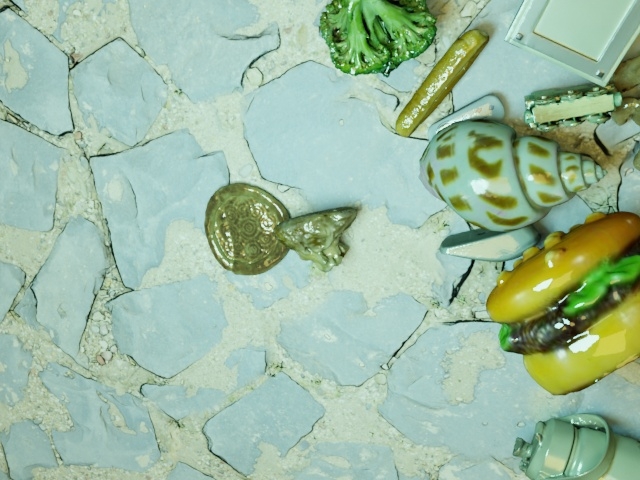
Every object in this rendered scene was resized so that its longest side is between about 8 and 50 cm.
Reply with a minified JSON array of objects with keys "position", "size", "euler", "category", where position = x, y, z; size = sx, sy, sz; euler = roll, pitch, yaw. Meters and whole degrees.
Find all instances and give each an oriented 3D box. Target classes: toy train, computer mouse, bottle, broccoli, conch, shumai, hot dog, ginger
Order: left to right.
[{"position":[0.000,0.000,1.733],"size":[0.209,0.161,0.153],"euler":[-15,102,2],"category":"shumai"},{"position":[0.104,-0.490,1.477],"size":[0.254,0.269,0.269],"euler":[-26,101,10],"category":"broccoli"},{"position":[0.260,-0.345,1.575],"size":[0.061,0.088,0.286],"euler":[41,112,5],"category":"hot dog"},{"position":[0.387,0.012,1.643],"size":[0.230,0.128,0.079],"euler":[-11,100,20],"category":"computer mouse"},{"position":[0.401,-0.143,1.538],"size":[0.368,0.197,0.249],"euler":[-12,104,7],"category":"conch"},{"position":[0.523,-0.284,1.499],"size":[0.194,0.125,0.081],"euler":[-8,114,15],"category":"toy train"},{"position":[0.648,0.536,1.714],"size":[0.351,0.229,0.229],"euler":[22,114,11],"category":"bottle"},{"position":[0.665,-0.266,1.484],"size":[0.149,0.065,0.259],"euler":[24,127,46],"category":"ginger"}]

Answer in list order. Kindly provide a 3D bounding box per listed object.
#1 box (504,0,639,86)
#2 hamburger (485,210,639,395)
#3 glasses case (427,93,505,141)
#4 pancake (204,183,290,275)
[{"position":[0.521,-0.462,1.413],"size":[0.225,0.117,0.225],"euler":[27,127,5],"category":"box"},{"position":[0.540,0.117,1.502],"size":[0.395,0.395,0.277],"euler":[-38,80,24],"category":"hamburger"},{"position":[0.325,-0.263,1.604],"size":[0.178,0.045,0.067],"euler":[-27,103,23],"category":"glasses case"},{"position":[-0.188,-0.028,1.843],"size":[0.250,0.031,0.250],"euler":[5,109,14],"category":"pancake"}]
